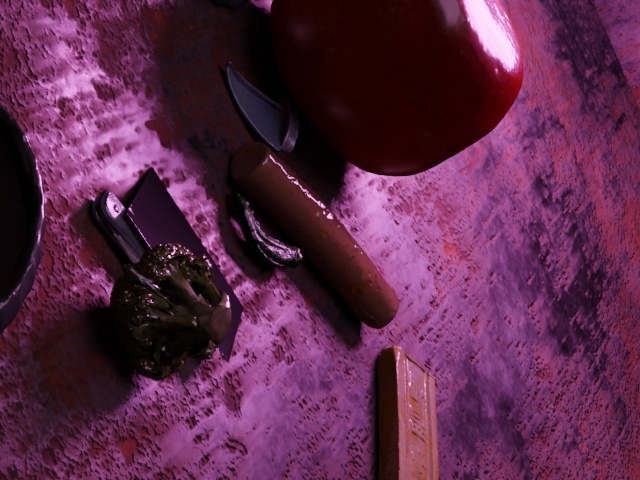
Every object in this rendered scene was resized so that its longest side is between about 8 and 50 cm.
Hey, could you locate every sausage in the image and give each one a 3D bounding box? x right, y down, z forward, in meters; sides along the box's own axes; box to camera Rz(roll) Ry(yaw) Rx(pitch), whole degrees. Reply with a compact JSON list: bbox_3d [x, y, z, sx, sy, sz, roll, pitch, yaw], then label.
[{"bbox_3d":[0.001,-0.002,1.678,0.301,0.065,0.066,50,33,-33],"label":"sausage"}]

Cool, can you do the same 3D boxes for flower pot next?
[{"bbox_3d":[-0.305,-0.017,1.056,0.189,0.157,0.243,34,44,-44],"label":"flower pot"}]

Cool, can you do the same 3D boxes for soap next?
[{"bbox_3d":[0.106,0.251,1.709,0.092,0.037,0.252,43,37,-40],"label":"soap"}]

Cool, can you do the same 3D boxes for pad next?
[{"bbox_3d":[-0.137,0.023,1.453,0.190,0.004,0.127,58,17,-18],"label":"pad"}]

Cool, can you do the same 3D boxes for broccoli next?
[{"bbox_3d":[-0.139,0.067,1.326,0.130,0.120,0.131,-12,112,-53],"label":"broccoli"}]

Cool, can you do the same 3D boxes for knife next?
[{"bbox_3d":[-0.175,0.021,1.396,0.162,0.023,0.044,55,30,-24],"label":"knife"}]

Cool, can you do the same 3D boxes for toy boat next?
[{"bbox_3d":[-0.079,-0.162,1.695,0.122,0.034,0.096,33,41,-34],"label":"toy boat"}]

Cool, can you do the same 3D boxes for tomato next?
[{"bbox_3d":[0.097,-0.251,1.789,0.325,0.293,0.290,58,7,-31],"label":"tomato"}]

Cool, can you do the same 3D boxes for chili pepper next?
[{"bbox_3d":[-0.069,-0.003,1.591,0.118,0.035,0.055,45,22,-20],"label":"chili pepper"}]

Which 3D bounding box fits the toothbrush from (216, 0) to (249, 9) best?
[{"bbox_3d":[-0.197,-0.311,1.573,0.418,0.040,0.042,3,59,-59],"label":"toothbrush"}]
